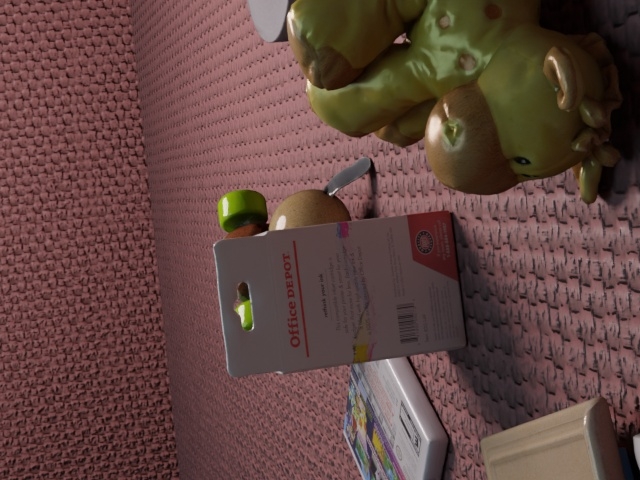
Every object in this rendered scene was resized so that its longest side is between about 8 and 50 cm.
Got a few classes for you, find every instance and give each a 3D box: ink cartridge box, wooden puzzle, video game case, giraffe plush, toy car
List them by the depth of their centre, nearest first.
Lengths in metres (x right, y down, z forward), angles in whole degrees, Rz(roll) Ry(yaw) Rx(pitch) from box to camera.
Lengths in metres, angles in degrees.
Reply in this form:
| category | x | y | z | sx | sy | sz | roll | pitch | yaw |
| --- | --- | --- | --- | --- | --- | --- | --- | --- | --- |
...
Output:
| category | x | y | z | sx | sy | sz | roll | pitch | yaw |
| --- | --- | --- | --- | --- | --- | --- | --- | --- | --- |
| giraffe plush | 0.105 | -0.098 | 0.782 | 0.210 | 0.181 | 0.170 | -44 | 57 | 27 |
| wooden puzzle | 0.172 | 0.224 | 0.837 | 0.238 | 0.044 | 0.221 | 120 | 141 | -73 |
| ink cartridge box | 0.010 | 0.043 | 1.042 | 0.067 | 0.198 | 0.115 | 169 | 95 | -75 |
| video game case | 0.068 | 0.186 | 1.227 | 0.201 | 0.023 | 0.183 | -116 | 25 | -49 |
| toy car | 0.000 | 0.000 | 1.272 | 0.188 | 0.149 | 0.155 | -37 | 53 | 41 |

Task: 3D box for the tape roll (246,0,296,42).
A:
| category | x | y | z | sx | sy | sz | roll | pitch | yaw |
| --- | --- | --- | --- | --- | --- | --- | --- | --- | --- |
| tape roll | -0.025 | -0.308 | 1.268 | 0.219 | 0.072 | 0.219 | 173 | 90 | -74 |

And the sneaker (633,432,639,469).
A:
| category | x | y | z | sx | sy | sz | roll | pitch | yaw |
| --- | --- | --- | --- | --- | --- | --- | --- | --- | --- |
| sneaker | 0.221 | 0.154 | 0.512 | 0.282 | 0.102 | 0.161 | -174 | 75 | -74 |
